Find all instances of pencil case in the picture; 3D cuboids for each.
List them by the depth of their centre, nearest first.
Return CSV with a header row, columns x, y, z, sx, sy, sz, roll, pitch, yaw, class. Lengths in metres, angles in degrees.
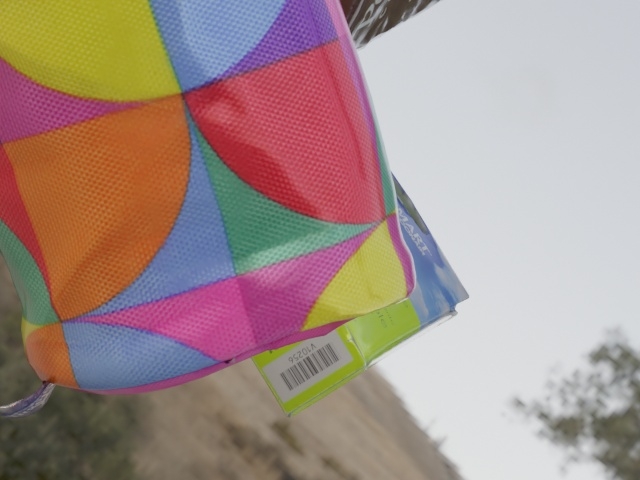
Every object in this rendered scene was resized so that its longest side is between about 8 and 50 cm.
x,y,z,sx,sy,sz,roll,pitch,yaw,class
-0.054,-0.078,0.365,0.104,0.104,0.236,11,-63,67,pencil case

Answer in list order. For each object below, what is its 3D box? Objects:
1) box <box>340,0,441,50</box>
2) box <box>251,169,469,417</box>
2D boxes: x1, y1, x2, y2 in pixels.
x,y,z,sx,sy,sz,roll,pitch,yaw,class
0.000,-0.186,0.560,0.167,0.168,0.203,31,28,10,box
0.000,0.000,0.647,0.109,0.042,0.178,58,17,5,box
